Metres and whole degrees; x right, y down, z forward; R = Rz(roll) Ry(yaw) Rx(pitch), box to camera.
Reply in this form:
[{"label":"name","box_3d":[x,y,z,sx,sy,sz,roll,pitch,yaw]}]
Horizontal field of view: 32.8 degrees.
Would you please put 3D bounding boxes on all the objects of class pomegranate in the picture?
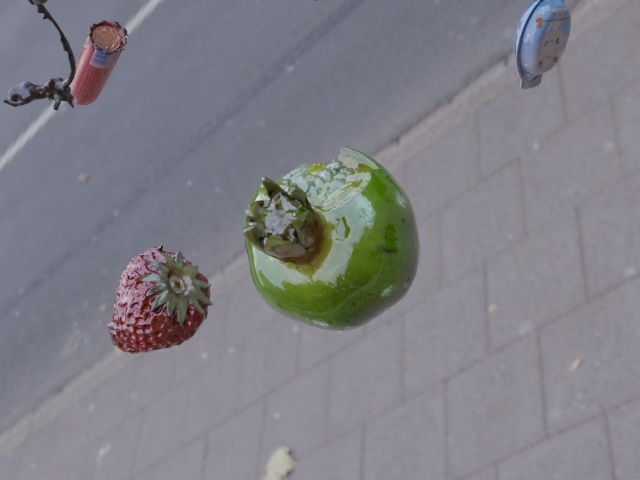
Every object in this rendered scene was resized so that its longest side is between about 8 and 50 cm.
[{"label":"pomegranate","box_3d":[0.000,0.000,1.350,0.236,0.302,0.236,-1,88,20]}]

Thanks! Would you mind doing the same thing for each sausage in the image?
[{"label":"sausage","box_3d":[-0.271,-0.204,1.298,0.145,0.048,0.050,-47,20,54]}]

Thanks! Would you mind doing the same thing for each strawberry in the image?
[{"label":"strawberry","box_3d":[-0.347,0.139,2.195,0.244,0.205,0.205,-38,35,40]}]

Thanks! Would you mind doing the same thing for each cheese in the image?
[{"label":"cheese","box_3d":[0.367,-0.362,1.763,0.052,0.135,0.244,30,123,34]}]

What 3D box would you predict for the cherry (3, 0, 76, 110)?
[{"label":"cherry","box_3d":[-0.194,-0.165,0.662,0.090,0.107,0.225,42,139,32]}]
